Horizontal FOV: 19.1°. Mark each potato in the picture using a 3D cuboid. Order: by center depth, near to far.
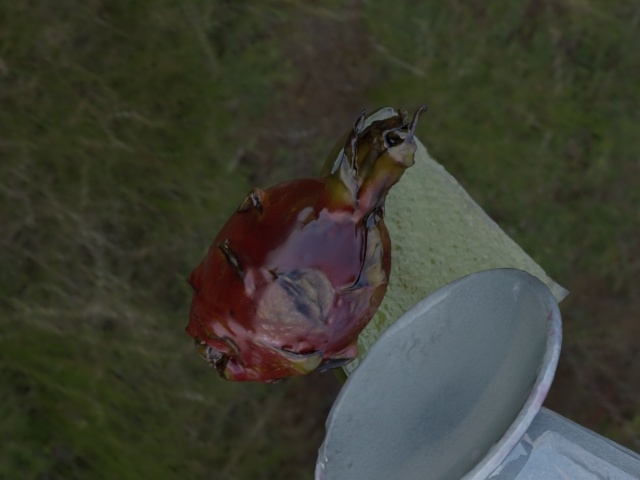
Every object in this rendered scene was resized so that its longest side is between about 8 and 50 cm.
[{"bbox_3d":[0.086,-0.010,1.943,0.269,0.112,0.255,-20,94,-24],"label":"potato"}]

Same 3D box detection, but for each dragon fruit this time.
[{"bbox_3d":[0.000,0.000,1.261,0.246,0.125,0.125,-59,175,37],"label":"dragon fruit"}]

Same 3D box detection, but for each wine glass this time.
[{"bbox_3d":[0.110,0.116,0.797,0.196,0.165,0.165,44,79,-27],"label":"wine glass"}]
